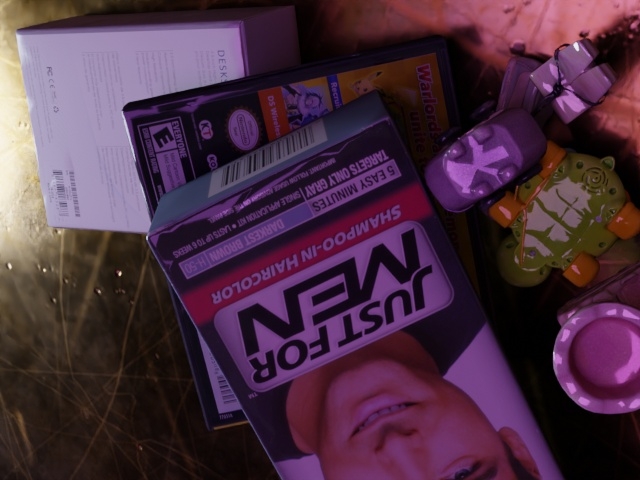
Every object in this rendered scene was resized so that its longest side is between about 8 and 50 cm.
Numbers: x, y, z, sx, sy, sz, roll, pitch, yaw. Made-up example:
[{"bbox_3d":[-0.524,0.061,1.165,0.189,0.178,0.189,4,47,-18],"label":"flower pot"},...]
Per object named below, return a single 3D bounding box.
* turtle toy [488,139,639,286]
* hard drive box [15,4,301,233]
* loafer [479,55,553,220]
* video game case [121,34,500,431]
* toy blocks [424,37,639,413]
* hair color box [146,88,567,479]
[{"bbox_3d":[0.176,-0.014,0.851,0.095,0.066,0.130,40,117,6],"label":"turtle toy"},{"bbox_3d":[-0.132,-0.101,0.979,0.232,0.089,0.181,5,110,28],"label":"hard drive box"},{"bbox_3d":[0.144,-0.078,0.867,0.039,0.045,0.125,32,115,35],"label":"loafer"},{"bbox_3d":[0.000,0.000,0.900,0.248,0.035,0.275,-12,107,3],"label":"video game case"},{"bbox_3d":[0.244,-0.006,0.659,0.288,0.260,0.309,-36,88,14],"label":"toy blocks"},{"bbox_3d":[0.044,0.101,0.854,0.185,0.113,0.374,-26,107,6],"label":"hair color box"}]
